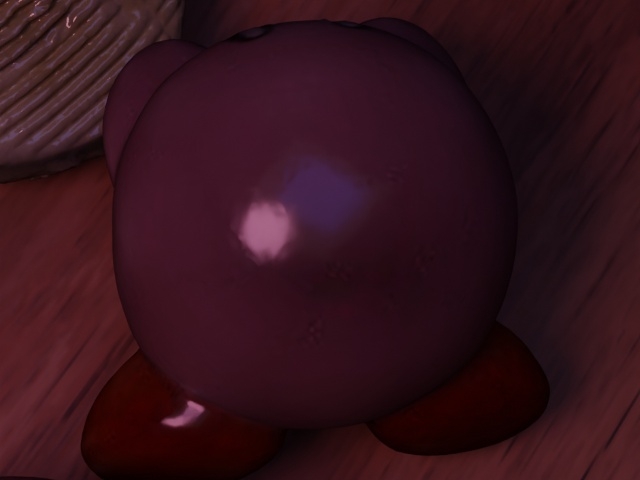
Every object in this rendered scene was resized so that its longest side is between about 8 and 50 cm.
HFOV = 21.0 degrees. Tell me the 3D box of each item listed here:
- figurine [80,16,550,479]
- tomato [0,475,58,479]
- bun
[{"bbox_3d":[0.001,0.008,0.918,0.270,0.211,0.261,-5,92,-9],"label":"figurine"},{"bbox_3d":[-0.136,0.250,0.837,0.270,0.227,0.270,5,78,-25],"label":"tomato"},{"bbox_3d":[-0.195,-0.142,1.011,0.220,0.134,0.220,-6,104,-25],"label":"bun"}]
